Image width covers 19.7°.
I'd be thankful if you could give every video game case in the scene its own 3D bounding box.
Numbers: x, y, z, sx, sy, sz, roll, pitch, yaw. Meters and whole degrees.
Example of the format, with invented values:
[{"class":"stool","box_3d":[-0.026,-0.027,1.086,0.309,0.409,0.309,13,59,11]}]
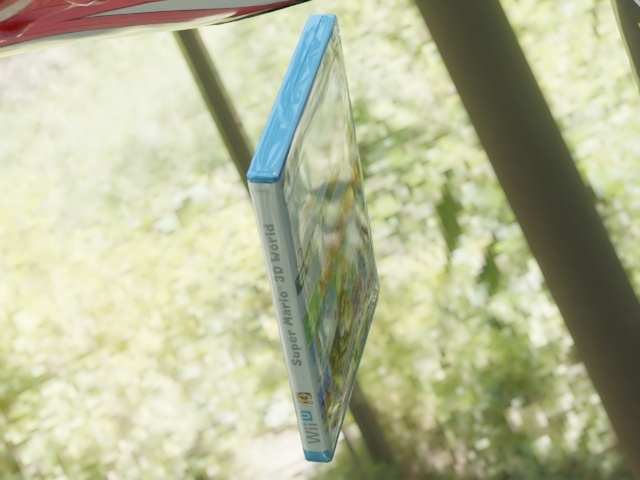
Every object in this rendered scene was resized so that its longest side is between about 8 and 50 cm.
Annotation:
[{"class":"video game case","box_3d":[0.000,0.000,0.826,0.015,0.166,0.119,2,41,14]}]

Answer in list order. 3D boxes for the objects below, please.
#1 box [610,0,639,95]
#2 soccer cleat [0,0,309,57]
[{"class":"box","box_3d":[0.290,-0.179,0.921,0.318,0.395,0.097,-40,49,-9]},{"class":"soccer cleat","box_3d":[-0.104,-0.058,0.342,0.318,0.108,0.116,0,41,38]}]
